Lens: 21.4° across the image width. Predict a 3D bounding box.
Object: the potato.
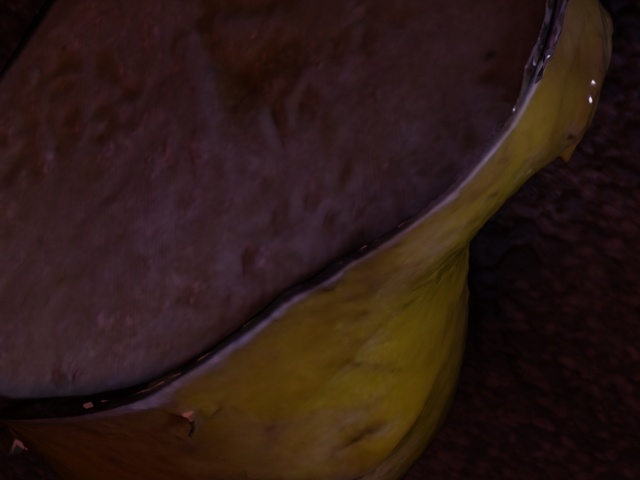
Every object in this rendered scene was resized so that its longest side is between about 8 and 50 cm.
[{"bbox_3d":[0.000,0.000,0.900,0.397,0.290,0.296,-38,138,10],"label":"potato"}]
